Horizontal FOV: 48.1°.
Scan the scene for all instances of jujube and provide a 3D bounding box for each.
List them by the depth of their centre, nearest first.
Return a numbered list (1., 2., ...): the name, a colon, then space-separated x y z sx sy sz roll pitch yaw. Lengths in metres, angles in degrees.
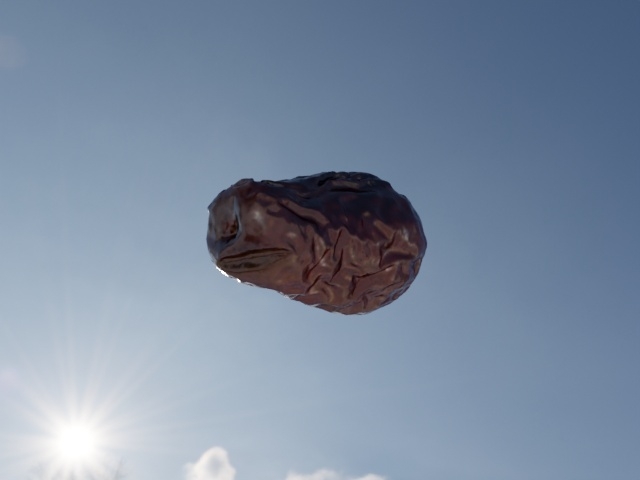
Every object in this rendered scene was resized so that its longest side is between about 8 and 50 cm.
1. jujube: 0.000 0.000 0.974 0.216 0.216 0.342 -25 -23 33
